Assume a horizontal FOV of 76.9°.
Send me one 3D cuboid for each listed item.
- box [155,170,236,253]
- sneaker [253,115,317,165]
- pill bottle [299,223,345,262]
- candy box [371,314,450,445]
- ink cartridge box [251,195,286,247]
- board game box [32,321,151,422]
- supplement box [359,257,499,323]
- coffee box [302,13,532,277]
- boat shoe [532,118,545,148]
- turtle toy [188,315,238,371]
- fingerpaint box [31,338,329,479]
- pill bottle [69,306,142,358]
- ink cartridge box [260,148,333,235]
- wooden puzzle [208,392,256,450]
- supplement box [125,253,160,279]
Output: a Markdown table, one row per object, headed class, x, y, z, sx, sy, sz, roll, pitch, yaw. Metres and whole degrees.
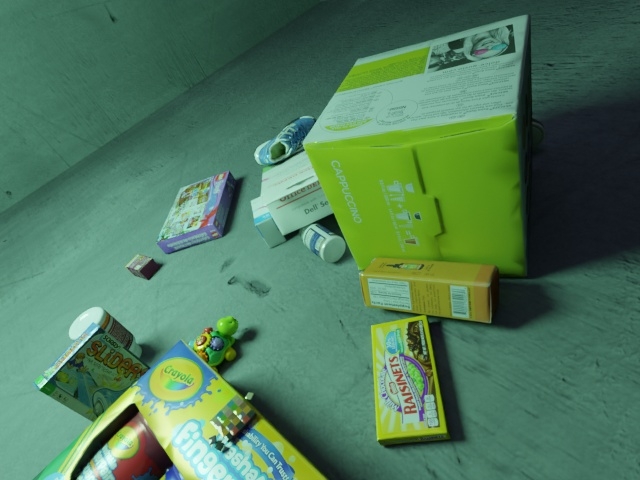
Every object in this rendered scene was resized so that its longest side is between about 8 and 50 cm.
| class | x | y | z | sx | sy | sz | roll | pitch | yaw |
| --- | --- | --- | --- | --- | --- | --- | --- | --- | --- |
| box | -0.391 | -0.097 | 1.303 | 0.200 | 0.057 | 0.294 | -17 | 39 | 15 |
| sneaker | -0.085 | -0.275 | 1.134 | 0.211 | 0.080 | 0.081 | -42 | 31 | -12 |
| pill bottle | 0.000 | 0.000 | 0.956 | 0.067 | 0.067 | 0.120 | -38 | 39 | -14 |
| candy box | 0.139 | 0.220 | 0.660 | 0.105 | 0.027 | 0.206 | -16 | 39 | 17 |
| ink cartridge box | -0.140 | -0.054 | 1.081 | 0.052 | 0.089 | 0.123 | -26 | 38 | 2 |
| board game box | -0.420 | 0.274 | 0.787 | 0.035 | 0.201 | 0.136 | 11 | 52 | 37 |
| supplement box | 0.192 | 0.084 | 0.729 | 0.233 | 0.080 | 0.078 | 5 | 24 | 33 |
| coffee box | 0.221 | -0.161 | 0.789 | 0.337 | 0.338 | 0.335 | 0 | 46 | 30 |
| boat shoe | 0.367 | -0.263 | 1.003 | 0.334 | 0.112 | 0.096 | -4 | 48 | 32 |
| turtle toy | -0.223 | 0.215 | 0.846 | 0.130 | 0.066 | 0.095 | -42 | 41 | -17 |
| fingerpaint box | -0.195 | 0.398 | 0.540 | 0.444 | 0.163 | 0.371 | 22 | 57 | 44 |
| pill bottle | -0.479 | 0.227 | 0.914 | 0.085 | 0.152 | 0.086 | -16 | 40 | 14 |
| ink cartridge box | -0.035 | -0.136 | 1.026 | 0.206 | 0.119 | 0.353 | -25 | 23 | 4 |
| wooden puzzle | -0.120 | 0.243 | 0.550 | 0.083 | 0.006 | 0.049 | -41 | 39 | -26 |
| supplement box | -0.527 | 0.078 | 1.197 | 0.083 | 0.043 | 0.055 | 9 | 51 | 38 |
